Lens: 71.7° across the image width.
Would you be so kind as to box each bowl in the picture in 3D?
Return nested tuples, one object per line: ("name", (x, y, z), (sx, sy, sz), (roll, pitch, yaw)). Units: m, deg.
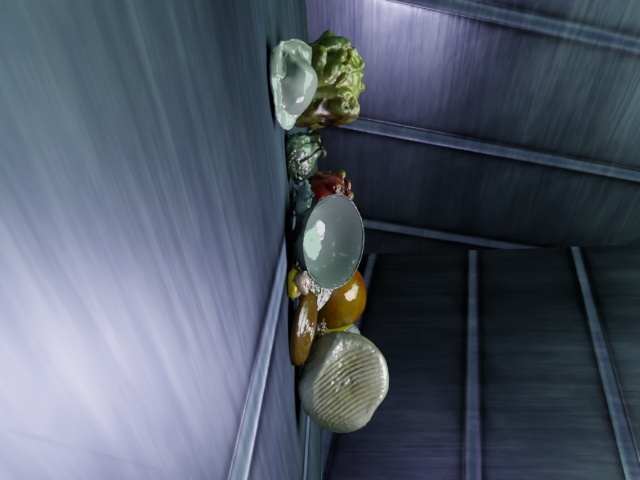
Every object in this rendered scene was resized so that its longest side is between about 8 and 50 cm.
("bowl", (0.000, 0.000, 1.596), (0.337, 0.157, 0.338), (-8, 101, -48))

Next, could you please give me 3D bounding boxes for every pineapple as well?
("pineapple", (-0.023, 0.445, 1.803), (0.130, 0.118, 0.278), (-144, -132, -68))

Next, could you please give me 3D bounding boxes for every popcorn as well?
("popcorn", (0.002, -0.541, 1.514), (0.312, 0.311, 0.313), (-2, 90, -87))

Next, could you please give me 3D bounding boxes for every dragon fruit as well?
("dragon fruit", (0.016, -0.152, 1.893), (0.227, 0.243, 0.308), (-14, -100, 53))

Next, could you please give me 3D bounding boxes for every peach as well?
("peach", (0.051, 0.212, 1.904), (0.308, 0.307, 0.333), (-86, 162, -66))

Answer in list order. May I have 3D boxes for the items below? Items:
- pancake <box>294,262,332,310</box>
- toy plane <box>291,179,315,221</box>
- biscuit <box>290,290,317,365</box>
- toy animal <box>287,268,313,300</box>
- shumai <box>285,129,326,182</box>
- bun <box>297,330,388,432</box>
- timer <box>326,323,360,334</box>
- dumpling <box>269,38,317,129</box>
("pancake", (-0.026, 0.130, 1.706), (0.054, 0.197, 0.377), (-9, -125, 53))
("toy plane", (-0.069, -0.153, 1.667), (0.174, 0.080, 0.174), (-167, -90, -80))
("biscuit", (-0.051, 0.304, 1.532), (0.262, 0.037, 0.262), (7, 90, -77))
("toy animal", (-0.066, 0.154, 1.456), (0.091, 0.081, 0.115), (-87, 175, -51))
("shumai", (-0.047, -0.301, 1.592), (0.184, 0.141, 0.184), (-5, 90, -86))
("bun", (0.073, 0.519, 1.663), (0.353, 0.348, 0.227), (67, -18, 2))
("timer", (0.037, 0.477, 2.206), (0.285, 0.284, 0.286), (-2, 90, -87))
("dumpling", (-0.092, -0.449, 1.250), (0.179, 0.131, 0.252), (15, 94, -67))
